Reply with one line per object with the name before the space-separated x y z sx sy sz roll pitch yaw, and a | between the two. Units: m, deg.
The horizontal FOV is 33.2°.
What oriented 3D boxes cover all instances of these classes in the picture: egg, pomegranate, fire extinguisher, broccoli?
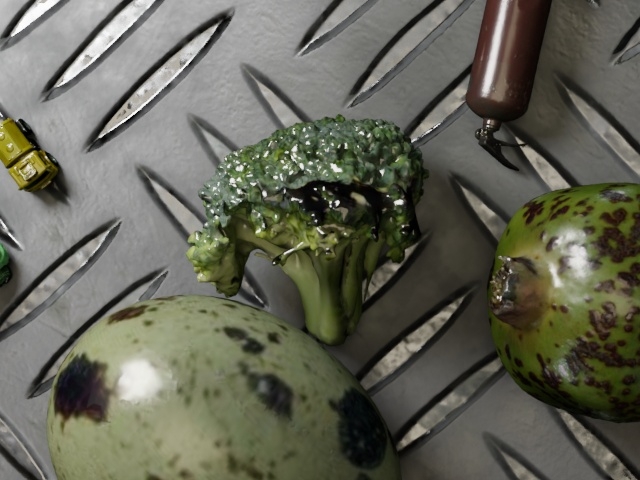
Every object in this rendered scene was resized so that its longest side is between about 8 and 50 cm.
egg | -0.091 0.211 1.089 0.379 0.287 0.288 21 91 -9
pomegranate | 0.276 0.057 1.085 0.270 0.254 0.254 12 90 -29
fire extinguisher | 0.217 -0.216 1.187 0.089 0.072 0.268 12 90 -32
broccoli | 0.000 0.000 1.135 0.263 0.247 0.243 -30 125 -32

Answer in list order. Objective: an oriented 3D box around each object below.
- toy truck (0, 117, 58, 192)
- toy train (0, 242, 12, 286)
toy truck | -0.342 -0.096 1.231 0.049 0.054 0.083 -37 87 3
toy train | -0.430 0.049 1.223 0.099 0.081 0.149 42 93 5
